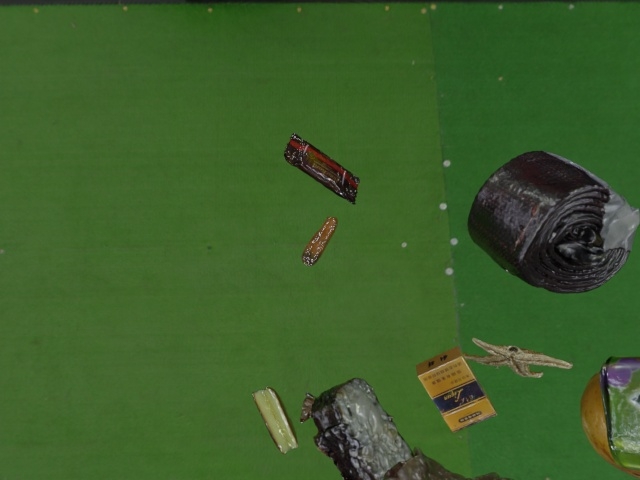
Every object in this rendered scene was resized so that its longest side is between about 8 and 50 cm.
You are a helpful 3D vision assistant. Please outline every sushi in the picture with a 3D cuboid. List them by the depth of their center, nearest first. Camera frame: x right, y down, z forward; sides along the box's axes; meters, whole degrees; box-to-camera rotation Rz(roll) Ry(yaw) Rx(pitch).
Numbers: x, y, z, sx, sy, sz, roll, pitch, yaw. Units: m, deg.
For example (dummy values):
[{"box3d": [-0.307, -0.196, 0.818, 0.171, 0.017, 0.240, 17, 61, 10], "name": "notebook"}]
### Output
[{"box3d": [0.093, 0.520, 1.181, 0.182, 0.196, 0.343, -44, 73, 23], "name": "sushi"}]

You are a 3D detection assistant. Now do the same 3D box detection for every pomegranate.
[{"box3d": [1.017, 0.573, 1.382, 0.409, 0.410, 0.410, 0, 77, -1], "name": "pomegranate"}]

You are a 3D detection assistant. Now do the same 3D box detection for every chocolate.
[{"box3d": [0.005, -0.143, 0.918, 0.182, 0.028, 0.086, 28, 52, -20], "name": "chocolate"}]

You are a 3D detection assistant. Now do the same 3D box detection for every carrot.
[{"box3d": [0.000, 0.000, 1.447, 0.060, 0.060, 0.186, 30, 72, 6], "name": "carrot"}]

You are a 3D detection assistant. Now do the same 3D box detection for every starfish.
[{"box3d": [0.505, 0.316, 1.181, 0.247, 0.138, 0.050, 14, 59, 18], "name": "starfish"}]

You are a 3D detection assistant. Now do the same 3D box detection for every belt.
[{"box3d": [0.359, -0.027, 0.710, 0.289, 0.164, 0.184, 16, 110, -36], "name": "belt"}]

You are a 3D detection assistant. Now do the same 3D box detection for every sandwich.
[{"box3d": [-0.161, 0.652, 1.666, 0.090, 0.088, 0.244, -27, 75, -8], "name": "sandwich"}]

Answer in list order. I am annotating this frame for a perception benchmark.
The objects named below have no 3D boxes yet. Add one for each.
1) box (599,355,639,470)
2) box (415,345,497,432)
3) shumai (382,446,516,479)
[{"box3d": [0.464, 0.174, 0.428, 0.097, 0.345, 0.134, 21, 67, -29], "name": "box"}, {"box3d": [0.421, 0.465, 1.413, 0.152, 0.070, 0.237, -29, 100, 14], "name": "box"}, {"box3d": [0.175, 0.382, 0.590, 0.183, 0.185, 0.218, -17, 106, -12], "name": "shumai"}]
